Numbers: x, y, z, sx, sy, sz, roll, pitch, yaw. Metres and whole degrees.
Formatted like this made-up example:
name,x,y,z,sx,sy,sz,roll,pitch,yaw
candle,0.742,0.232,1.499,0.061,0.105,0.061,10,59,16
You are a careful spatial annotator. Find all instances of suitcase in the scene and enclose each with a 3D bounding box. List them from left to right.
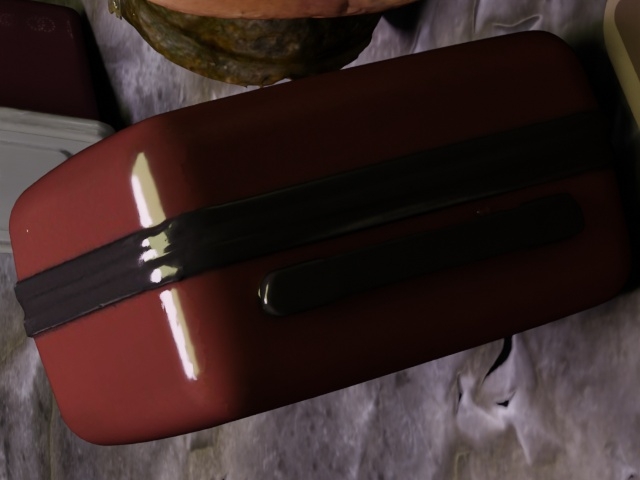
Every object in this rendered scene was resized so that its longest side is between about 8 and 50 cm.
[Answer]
name,x,y,z,sx,sy,sz,roll,pitch,yaw
suitcase,0.000,0.000,1.017,0.236,0.297,0.161,-22,83,60

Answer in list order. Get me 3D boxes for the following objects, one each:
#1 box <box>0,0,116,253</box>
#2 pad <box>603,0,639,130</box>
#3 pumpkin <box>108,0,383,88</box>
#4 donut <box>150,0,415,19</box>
name,x,y,z,sx,sy,sz,roll,pitch,yaw
box,-0.335,-0.112,1.617,0.193,0.294,0.167,125,143,-48
pad,0.222,-0.054,0.909,0.176,0.002,0.266,-51,51,51
pumpkin,-0.078,-0.274,1.175,0.325,0.242,0.232,53,146,38
donut,-0.016,-0.252,0.986,0.299,0.317,0.150,-55,4,-1
